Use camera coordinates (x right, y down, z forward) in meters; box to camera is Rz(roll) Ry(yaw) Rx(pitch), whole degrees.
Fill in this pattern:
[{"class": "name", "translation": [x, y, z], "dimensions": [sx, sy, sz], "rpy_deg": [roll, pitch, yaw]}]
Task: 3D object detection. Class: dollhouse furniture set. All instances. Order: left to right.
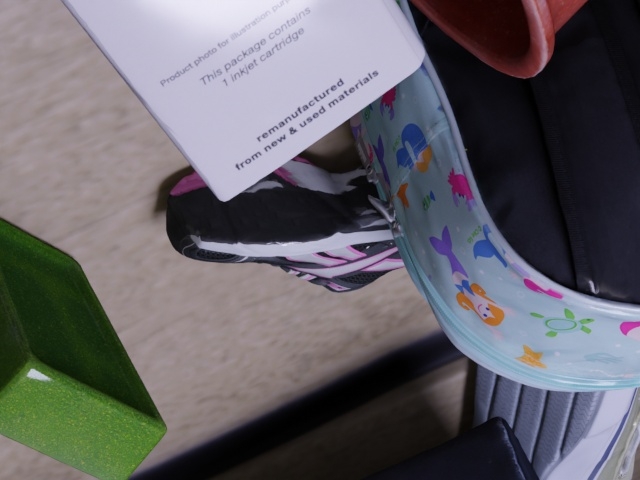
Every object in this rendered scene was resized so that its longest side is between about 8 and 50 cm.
[{"class": "dollhouse furniture set", "translation": [-0.264, 0.063, 0.965], "dimensions": [0.197, 0.151, 0.301], "rpy_deg": [-47, 131, 13]}]

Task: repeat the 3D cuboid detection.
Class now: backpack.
[{"class": "backpack", "translation": [0.137, -0.046, 1.012], "dimensions": [0.225, 0.254, 0.191], "rpy_deg": [-9, 149, -21]}]

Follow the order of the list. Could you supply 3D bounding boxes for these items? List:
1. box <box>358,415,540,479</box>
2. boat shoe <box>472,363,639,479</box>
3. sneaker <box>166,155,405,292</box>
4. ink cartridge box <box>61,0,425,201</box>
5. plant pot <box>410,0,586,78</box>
[{"class": "box", "translation": [0.012, 0.428, 1.231], "dimensions": [0.471, 0.297, 0.480], "rpy_deg": [-24, 137, 6]}, {"class": "boat shoe", "translation": [0.159, 0.108, 1.256], "dimensions": [0.094, 0.109, 0.302], "rpy_deg": [-21, 143, -30]}, {"class": "sneaker", "translation": [0.000, 0.000, 1.105], "dimensions": [0.178, 0.072, 0.077], "rpy_deg": [-2, 137, -18]}, {"class": "ink cartridge box", "translation": [-0.093, -0.183, 0.822], "dimensions": [0.117, 0.201, 0.278], "rpy_deg": [-35, 132, 2]}, {"class": "plant pot", "translation": [0.108, -0.258, 0.842], "dimensions": [0.265, 0.272, 0.272], "rpy_deg": [-39, 133, -4]}]
